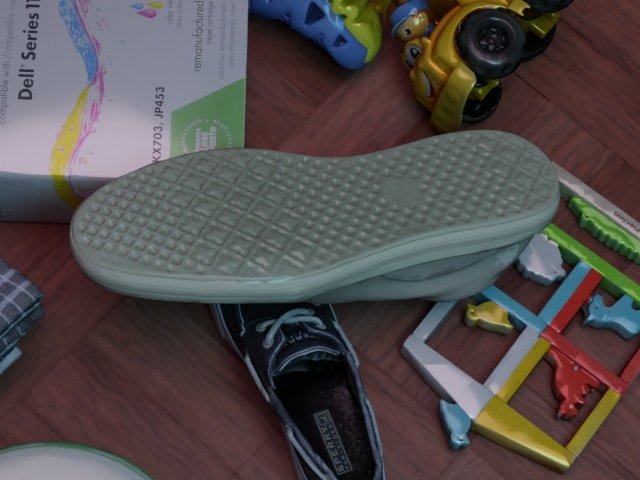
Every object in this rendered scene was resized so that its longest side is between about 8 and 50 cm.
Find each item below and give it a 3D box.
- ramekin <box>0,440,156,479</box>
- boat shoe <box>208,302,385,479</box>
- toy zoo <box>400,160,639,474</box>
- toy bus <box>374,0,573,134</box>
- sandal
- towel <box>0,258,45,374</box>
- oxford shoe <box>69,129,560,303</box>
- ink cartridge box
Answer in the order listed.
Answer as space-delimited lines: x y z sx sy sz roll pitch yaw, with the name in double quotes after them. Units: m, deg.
-0.227 0.314 1.414 0.303 0.148 0.303 2 68 -4 "ramekin"
-0.022 0.105 1.540 0.108 0.102 0.301 -18 71 -11 "boat shoe"
0.211 0.086 1.606 0.192 0.030 0.293 36 70 10 "toy zoo"
0.129 -0.245 1.660 0.211 0.149 0.220 37 71 4 "toy bus"
-0.072 -0.278 1.698 0.317 0.126 0.138 44 107 5 "sandal"
-0.404 0.072 1.469 0.235 0.121 0.284 33 51 12 "towel"
0.000 0.000 1.508 0.449 0.130 0.169 -7 54 -20 "oxford shoe"
-0.248 -0.130 1.607 0.353 0.119 0.207 1 69 -4 "ink cartridge box"
